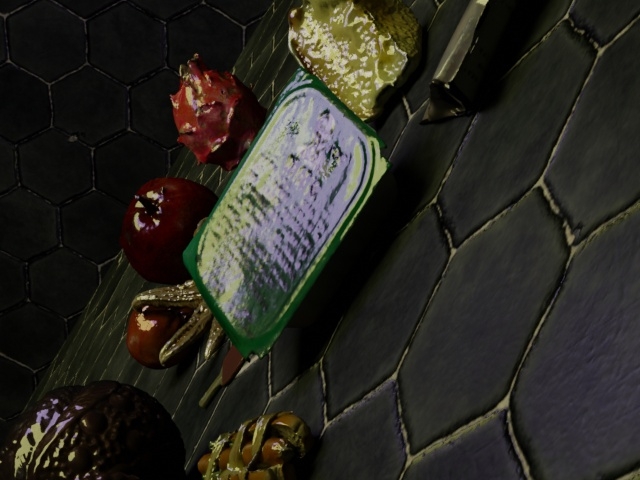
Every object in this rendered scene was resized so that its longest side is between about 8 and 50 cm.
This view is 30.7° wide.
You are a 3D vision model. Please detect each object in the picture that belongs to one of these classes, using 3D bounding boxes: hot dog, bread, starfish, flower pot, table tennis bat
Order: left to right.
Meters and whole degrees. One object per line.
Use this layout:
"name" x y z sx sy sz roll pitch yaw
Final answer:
"flower pot" -0.297 0.357 1.577 0.267 0.266 0.267 -59 24 8
"starfish" -0.179 0.066 2.008 0.327 0.094 0.375 -43 31 10
"table tennis bat" -0.143 0.200 1.813 0.156 0.013 0.087 -54 18 18
"hot dog" -0.083 0.261 1.367 0.269 0.072 0.109 -31 30 61
"bread" 0.071 -0.303 1.799 0.252 0.133 0.174 54 128 26

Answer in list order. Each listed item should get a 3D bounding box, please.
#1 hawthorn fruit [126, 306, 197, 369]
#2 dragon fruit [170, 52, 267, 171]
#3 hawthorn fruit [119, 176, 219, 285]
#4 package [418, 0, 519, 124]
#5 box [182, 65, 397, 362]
"hawthorn fruit" -0.293 0.173 2.138 0.138 0.132 0.133 -56 14 30
"dragon fruit" -0.231 -0.278 2.561 0.210 0.268 0.205 -27 18 8
"hawthorn fruit" -0.307 -0.033 2.384 0.230 0.210 0.266 -49 -24 -10
"package" 0.192 -0.246 1.443 0.204 0.062 0.251 -62 1 -5
"box" -0.023 -0.023 1.532 0.337 0.106 0.264 -56 42 15
